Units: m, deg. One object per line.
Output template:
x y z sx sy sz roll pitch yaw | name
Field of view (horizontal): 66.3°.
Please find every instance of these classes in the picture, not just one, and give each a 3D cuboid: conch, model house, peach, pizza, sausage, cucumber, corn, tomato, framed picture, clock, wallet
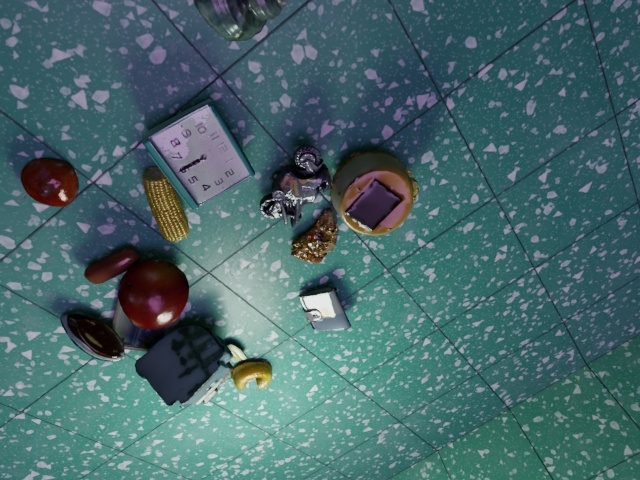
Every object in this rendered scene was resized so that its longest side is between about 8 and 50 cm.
-0.204 -0.602 1.192 0.276 0.195 0.221 8 96 8 | conch
-0.485 0.499 1.919 0.295 0.251 0.329 -45 157 -11 | model house
-0.556 0.181 1.628 0.243 0.199 0.244 -20 121 -37 | peach
0.000 0.000 1.757 0.226 0.069 0.147 -42 124 16 | pizza
-0.685 0.083 1.614 0.194 0.077 0.077 -27 129 4 | sausage
-0.351 0.453 2.013 0.067 0.035 0.108 -19 124 12 | cucumber
-0.480 -0.107 1.519 0.093 0.093 0.244 -15 125 -5 | corn
-0.781 -0.158 1.407 0.155 0.069 0.156 -7 127 -10 | tomato
-0.646 0.297 1.817 0.231 0.024 0.315 11 121 -22 | framed picture
-0.355 -0.257 1.440 0.231 0.116 0.262 -29 130 0 | clock
0.016 0.277 1.968 0.169 0.069 0.231 -12 127 15 | wallet

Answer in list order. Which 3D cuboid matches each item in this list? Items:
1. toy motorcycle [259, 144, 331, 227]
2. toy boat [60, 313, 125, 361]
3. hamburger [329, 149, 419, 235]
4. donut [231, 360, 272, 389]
-0.068 -0.167 1.572 0.173 0.108 0.307 22 127 -26 | toy motorcycle
-0.814 0.349 1.755 0.115 0.114 0.262 -12 127 43 | toy boat
0.174 -0.156 1.621 0.294 0.179 0.276 30 114 -23 | hamburger
-0.286 0.582 2.105 0.181 0.078 0.146 16 122 -28 | donut
